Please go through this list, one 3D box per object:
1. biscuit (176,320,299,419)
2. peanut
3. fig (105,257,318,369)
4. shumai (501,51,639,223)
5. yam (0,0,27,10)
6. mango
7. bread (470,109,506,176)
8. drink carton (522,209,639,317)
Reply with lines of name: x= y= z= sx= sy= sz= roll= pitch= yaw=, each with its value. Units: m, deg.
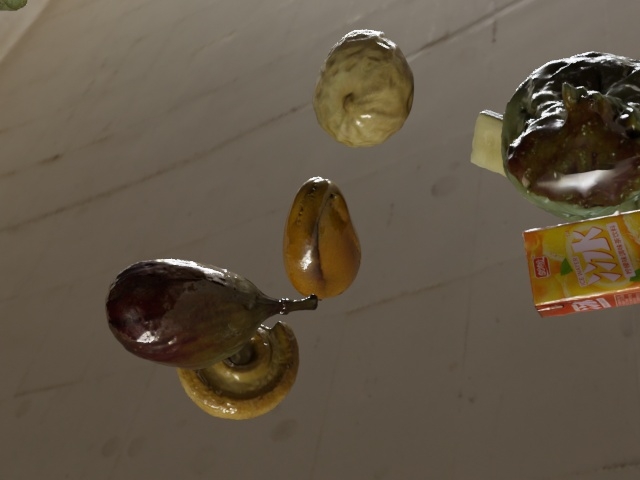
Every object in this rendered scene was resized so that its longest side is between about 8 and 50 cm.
biscuit: x=-0.173 y=0.285 z=1.711 sx=0.091 sy=0.274 sz=0.213 roll=119 pitch=-40 yaw=-60
peanut: x=0.053 y=-0.192 z=0.991 sx=0.159 sy=0.109 sz=0.140 roll=-112 pitch=-143 yaw=-48
fig: x=-0.136 y=0.093 z=1.011 sx=0.170 sy=0.274 sz=0.145 roll=135 pitch=-47 yaw=-74
shumai: x=0.470 y=-0.171 z=1.375 sx=0.397 sy=0.323 sz=0.324 roll=24 pitch=-70 yaw=29
yam: x=-0.466 y=-0.339 z=1.036 sx=0.146 sy=0.069 sz=0.070 roll=-10 pitch=-153 yaw=-18
mango: x=0.000 y=0.000 z=1.412 sx=0.136 sy=0.236 sz=0.166 roll=4 pitch=-157 yaw=18
bread: x=0.416 y=-0.198 z=1.680 sx=0.178 sy=0.139 sz=0.060 roll=29 pitch=-133 yaw=26
drink carton: x=0.353 y=0.022 z=0.889 sx=0.223 sy=0.071 sz=0.096 roll=-11 pitch=-112 yaw=20
